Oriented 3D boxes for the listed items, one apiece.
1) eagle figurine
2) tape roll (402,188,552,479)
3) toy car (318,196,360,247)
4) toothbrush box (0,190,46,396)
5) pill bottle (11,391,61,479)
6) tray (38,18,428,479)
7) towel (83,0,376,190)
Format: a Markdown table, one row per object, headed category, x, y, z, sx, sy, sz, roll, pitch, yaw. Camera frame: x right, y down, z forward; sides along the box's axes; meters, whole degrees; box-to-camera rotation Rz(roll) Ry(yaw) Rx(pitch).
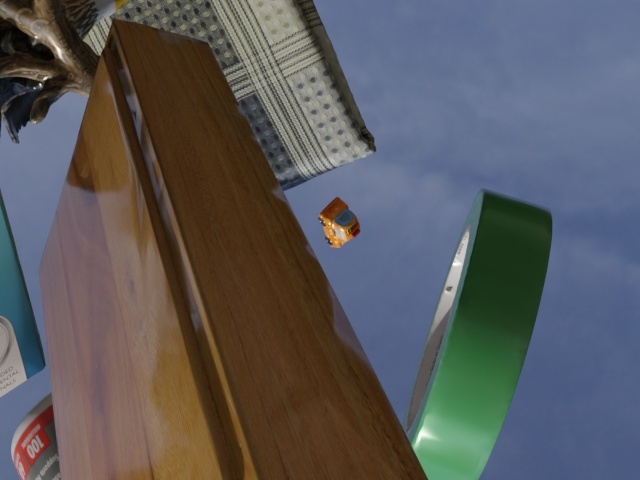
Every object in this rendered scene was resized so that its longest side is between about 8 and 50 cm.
| category | x | y | z | sx | sy | sz | roll | pitch | yaw |
| --- | --- | --- | --- | --- | --- | --- | --- | --- | --- |
| eagle figurine | -0.267 | -0.198 | 0.883 | 0.225 | 0.226 | 0.298 | 5 | -160 | -37 |
| tape roll | 0.160 | 0.107 | 1.055 | 0.077 | 0.321 | 0.321 | 17 | -130 | 5 |
| toy car | 0.000 | 0.000 | 1.069 | 0.040 | 0.060 | 0.122 | 25 | -139 | 36 |
| toothbrush box | -0.235 | -0.029 | 0.319 | 0.126 | 0.296 | 0.216 | 33 | -128 | 30 |
| pill bottle | -0.218 | 0.352 | 1.214 | 0.210 | 0.210 | 0.363 | -19 | -125 | -30 |
| tray | -0.083 | 0.056 | 0.523 | 0.076 | 0.203 | 0.411 | 11 | -152 | -25 |
| towel | -0.132 | -0.197 | 1.187 | 0.324 | 0.312 | 0.056 | 63 | -155 | -14 |
